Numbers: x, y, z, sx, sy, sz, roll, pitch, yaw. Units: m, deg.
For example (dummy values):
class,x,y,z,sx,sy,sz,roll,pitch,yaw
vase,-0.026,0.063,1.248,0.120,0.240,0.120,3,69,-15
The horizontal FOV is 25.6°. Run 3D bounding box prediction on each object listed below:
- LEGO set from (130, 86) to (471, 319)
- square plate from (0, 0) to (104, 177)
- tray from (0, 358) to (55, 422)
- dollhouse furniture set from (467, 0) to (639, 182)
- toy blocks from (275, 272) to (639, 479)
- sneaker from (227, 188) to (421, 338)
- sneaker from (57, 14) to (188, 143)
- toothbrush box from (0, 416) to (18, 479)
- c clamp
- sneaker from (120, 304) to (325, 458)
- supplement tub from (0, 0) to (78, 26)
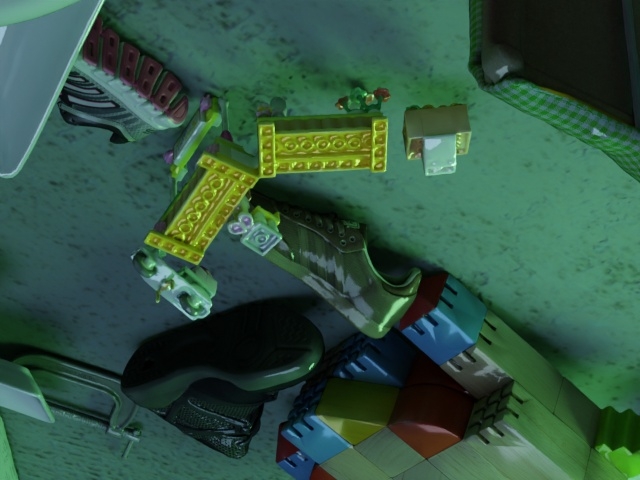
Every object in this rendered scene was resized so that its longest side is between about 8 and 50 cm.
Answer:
class,x,y,z,sx,sy,sz,roll,pitch,yaw
LEGO set,-0.031,-0.065,1.070,0.287,0.107,0.132,-32,125,17
square plate,-0.280,-0.249,0.883,0.344,0.049,0.347,26,117,-16
tray,-0.386,0.110,1.360,0.270,0.030,0.145,19,163,0
dollhouse furniture set,0.146,-0.109,0.811,0.197,0.301,0.151,23,136,-16
toy blocks,0.088,0.190,1.290,0.261,0.191,0.381,41,132,-14
sneaker,0.000,0.000,1.167,0.188,0.066,0.071,39,99,-15
sneaker,-0.182,-0.127,1.054,0.075,0.063,0.170,-31,129,31
toothbrush box,-0.486,0.232,1.495,0.283,0.122,0.206,9,139,6
c clamp,-0.252,0.170,1.440,0.160,0.022,0.137,24,137,-13
sneaker,-0.066,0.133,1.308,0.227,0.087,0.130,-19,132,35
supplement tub,-0.157,-0.256,0.663,0.235,0.325,0.235,-1,118,-2
